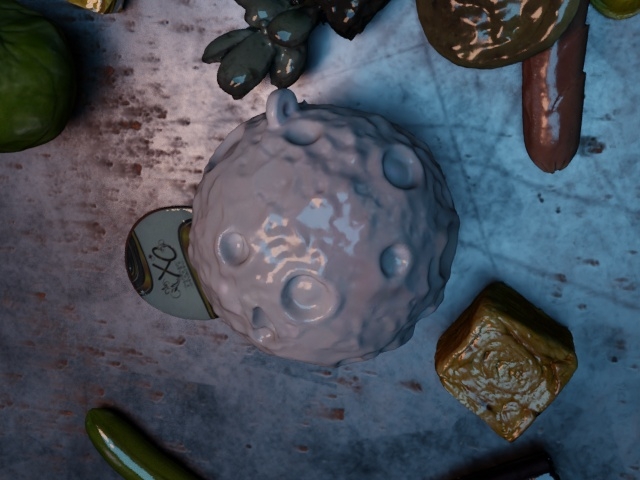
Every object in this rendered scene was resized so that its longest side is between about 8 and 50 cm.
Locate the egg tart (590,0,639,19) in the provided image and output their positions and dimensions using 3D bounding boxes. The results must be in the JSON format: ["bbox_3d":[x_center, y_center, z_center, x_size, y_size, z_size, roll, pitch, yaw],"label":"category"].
[{"bbox_3d":[0.381,-0.329,1.086,0.105,0.039,0.105,2,102,11],"label":"egg tart"}]

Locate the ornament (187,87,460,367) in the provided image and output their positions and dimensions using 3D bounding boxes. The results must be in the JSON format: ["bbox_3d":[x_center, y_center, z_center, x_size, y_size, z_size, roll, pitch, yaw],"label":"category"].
[{"bbox_3d":[0.000,0.000,1.076,0.336,0.337,0.337,2,104,10],"label":"ornament"}]

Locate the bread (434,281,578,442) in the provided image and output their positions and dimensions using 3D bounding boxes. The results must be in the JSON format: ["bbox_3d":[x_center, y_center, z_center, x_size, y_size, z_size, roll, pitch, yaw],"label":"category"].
[{"bbox_3d":[0.245,0.158,1.175,0.158,0.143,0.149,33,107,-3],"label":"bread"}]

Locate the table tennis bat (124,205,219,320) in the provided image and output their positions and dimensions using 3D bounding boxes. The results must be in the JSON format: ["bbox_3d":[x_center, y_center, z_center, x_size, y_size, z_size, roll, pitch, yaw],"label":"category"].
[{"bbox_3d":[-0.147,0.041,1.281,0.301,0.022,0.174,8,105,10],"label":"table tennis bat"}]

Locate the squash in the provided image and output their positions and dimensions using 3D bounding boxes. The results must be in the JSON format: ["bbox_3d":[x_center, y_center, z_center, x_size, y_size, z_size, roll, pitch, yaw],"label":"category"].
[{"bbox_3d":[-0.268,0.355,1.354,0.258,0.069,0.069,40,107,0],"label":"squash"}]

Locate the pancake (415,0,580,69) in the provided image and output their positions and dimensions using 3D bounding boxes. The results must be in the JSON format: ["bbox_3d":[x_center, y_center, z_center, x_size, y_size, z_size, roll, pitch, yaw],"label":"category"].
[{"bbox_3d":[0.211,-0.324,1.064,0.241,0.050,0.242,13,112,36],"label":"pancake"}]

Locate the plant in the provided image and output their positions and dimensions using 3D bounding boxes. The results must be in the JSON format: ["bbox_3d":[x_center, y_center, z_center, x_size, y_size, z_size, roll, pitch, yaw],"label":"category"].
[{"bbox_3d":[-0.032,-0.293,1.113,0.274,0.146,0.149,-37,97,16],"label":"plant"}]

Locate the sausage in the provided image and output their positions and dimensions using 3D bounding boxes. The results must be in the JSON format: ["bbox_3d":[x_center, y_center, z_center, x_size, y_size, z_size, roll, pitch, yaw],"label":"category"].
[{"bbox_3d":[0.297,-0.300,1.084,0.087,0.088,0.434,3,103,10],"label":"sausage"}]

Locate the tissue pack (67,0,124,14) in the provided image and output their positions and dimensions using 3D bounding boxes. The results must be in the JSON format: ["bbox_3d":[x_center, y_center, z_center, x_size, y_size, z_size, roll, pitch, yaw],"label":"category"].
[{"bbox_3d":[-0.328,-0.440,1.164,0.183,0.092,0.226,22,108,4],"label":"tissue pack"}]

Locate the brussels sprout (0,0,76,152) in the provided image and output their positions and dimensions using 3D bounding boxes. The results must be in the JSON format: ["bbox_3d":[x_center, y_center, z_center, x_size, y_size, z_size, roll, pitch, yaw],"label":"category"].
[{"bbox_3d":[-0.444,-0.226,1.166,0.244,0.244,0.244,2,104,10],"label":"brussels sprout"}]

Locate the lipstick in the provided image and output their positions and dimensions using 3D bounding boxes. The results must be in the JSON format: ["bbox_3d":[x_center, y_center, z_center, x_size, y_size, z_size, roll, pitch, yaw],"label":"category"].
[{"bbox_3d":[0.153,0.410,1.284,0.418,0.077,0.077,-26,97,17],"label":"lipstick"}]
